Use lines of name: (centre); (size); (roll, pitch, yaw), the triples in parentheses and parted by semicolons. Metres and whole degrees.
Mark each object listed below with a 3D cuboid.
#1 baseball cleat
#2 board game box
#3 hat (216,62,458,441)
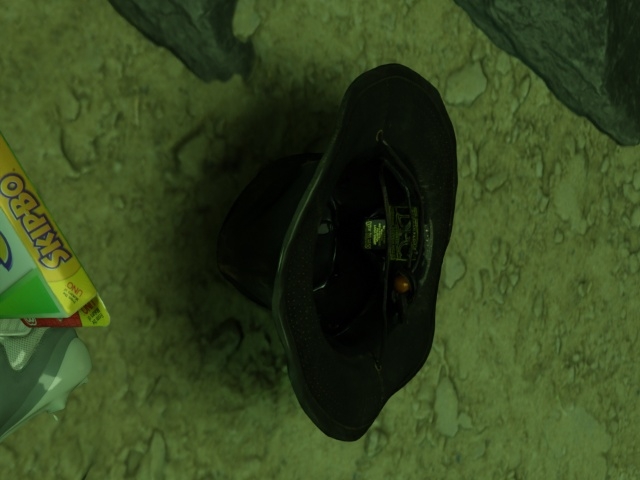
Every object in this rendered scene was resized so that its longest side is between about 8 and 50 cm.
baseball cleat: (-0.254, 0.109, 0.981); (0.206, 0.072, 0.109); (-40, 109, -41)
board game box: (-0.233, -0.045, 0.894); (0.039, 0.124, 0.259); (-44, 113, -32)
hat: (0.000, 0.000, 1.171); (0.331, 0.134, 0.331); (-34, 128, -58)
